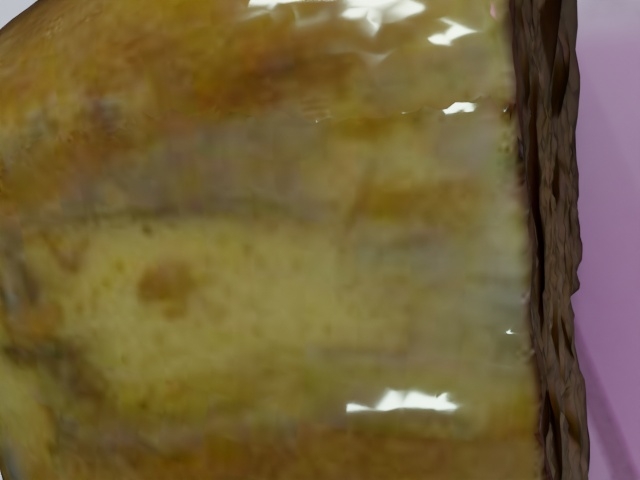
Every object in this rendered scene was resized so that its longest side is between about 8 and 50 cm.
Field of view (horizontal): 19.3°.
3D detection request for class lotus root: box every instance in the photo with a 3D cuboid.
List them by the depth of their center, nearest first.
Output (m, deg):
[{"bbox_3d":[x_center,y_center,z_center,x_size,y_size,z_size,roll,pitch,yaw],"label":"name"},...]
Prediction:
[{"bbox_3d":[0.000,0.000,0.734,0.250,0.316,0.316,-10,58,17],"label":"lotus root"}]
